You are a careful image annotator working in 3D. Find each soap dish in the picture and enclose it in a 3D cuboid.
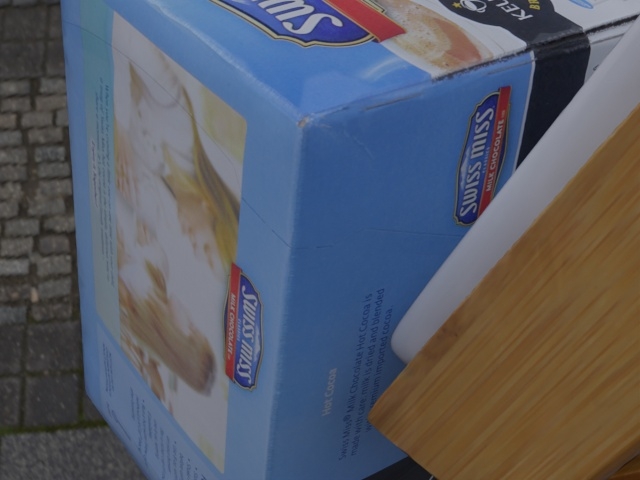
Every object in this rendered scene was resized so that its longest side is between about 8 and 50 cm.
[{"bbox_3d":[0.184,0.005,0.404,0.228,0.291,0.118,-1,51,-35],"label":"soap dish"}]

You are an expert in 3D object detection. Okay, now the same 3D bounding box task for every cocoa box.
[{"bbox_3d":[0.000,0.000,0.590,0.227,0.347,0.231,-20,44,-31],"label":"cocoa box"}]
